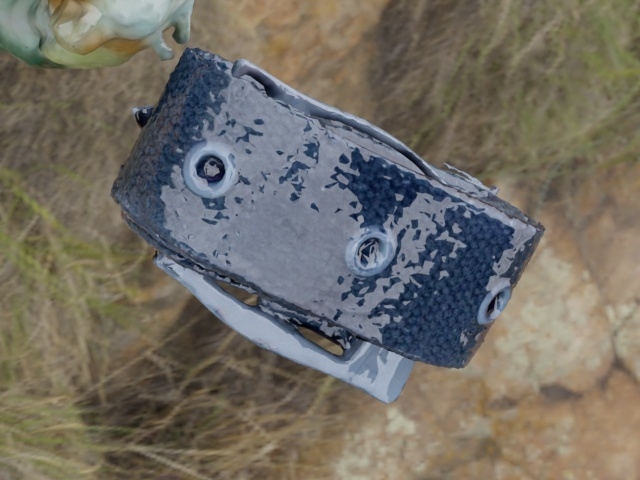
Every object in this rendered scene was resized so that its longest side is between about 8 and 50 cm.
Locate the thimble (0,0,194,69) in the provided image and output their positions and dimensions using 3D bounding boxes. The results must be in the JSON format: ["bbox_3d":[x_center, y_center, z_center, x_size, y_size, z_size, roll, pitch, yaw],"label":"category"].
[{"bbox_3d":[-0.160,-0.214,0.776,0.167,0.288,0.254,-51,154,-15],"label":"thimble"}]

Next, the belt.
[{"bbox_3d":[0.000,-0.001,0.759,0.218,0.122,0.128,26,100,-24],"label":"belt"}]
